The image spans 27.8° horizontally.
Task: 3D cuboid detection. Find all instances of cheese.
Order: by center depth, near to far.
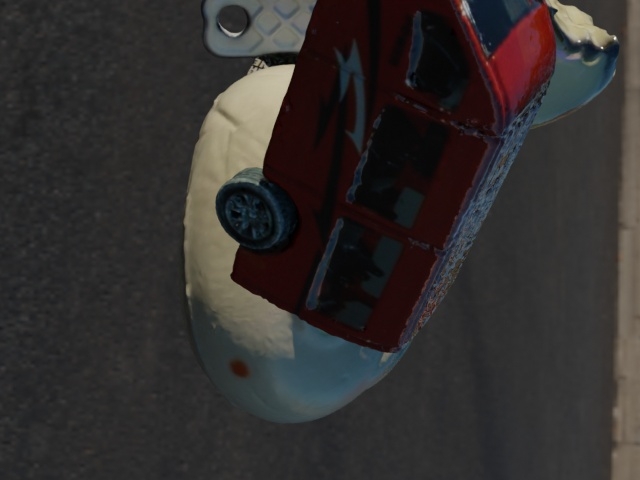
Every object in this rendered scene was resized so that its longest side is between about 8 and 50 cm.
[{"bbox_3d":[0.058,-0.126,0.832,0.071,0.249,0.163,-96,166,-53],"label":"cheese"}]

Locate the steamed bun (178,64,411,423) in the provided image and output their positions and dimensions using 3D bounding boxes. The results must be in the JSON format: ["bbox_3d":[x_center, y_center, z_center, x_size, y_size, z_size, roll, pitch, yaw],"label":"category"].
[{"bbox_3d":[0.000,0.000,0.808,0.177,0.130,0.228,48,44,-52],"label":"steamed bun"}]

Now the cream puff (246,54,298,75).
[{"bbox_3d":[0.009,-0.181,1.205,0.169,0.183,0.183,-5,95,-56],"label":"cream puff"}]

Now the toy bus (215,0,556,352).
[{"bbox_3d":[0.031,-0.054,0.474,0.081,0.089,0.195,-45,161,-50],"label":"toy bus"}]
